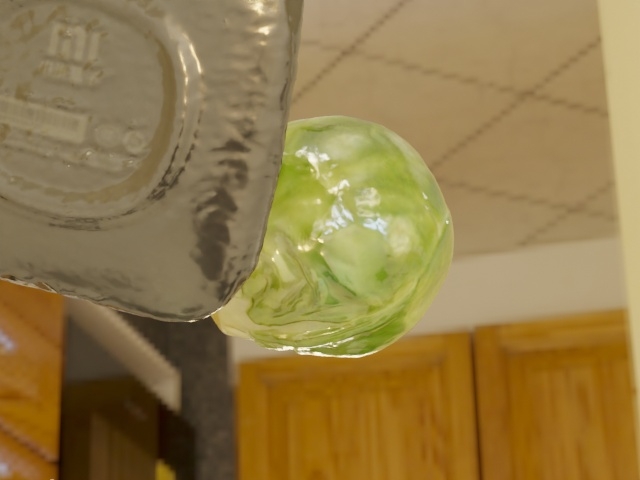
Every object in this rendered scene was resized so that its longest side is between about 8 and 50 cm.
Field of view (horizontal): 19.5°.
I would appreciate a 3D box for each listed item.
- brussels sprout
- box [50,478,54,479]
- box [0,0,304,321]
[{"bbox_3d":[0.001,0.000,1.070,0.155,0.117,0.155,-7,117,-14],"label":"brussels sprout"},{"bbox_3d":[-0.160,0.241,0.928,0.122,0.220,0.032,39,179,-3],"label":"box"},{"bbox_3d":[-0.116,-0.064,0.899,0.212,0.201,0.042,16,-161,18],"label":"box"}]
